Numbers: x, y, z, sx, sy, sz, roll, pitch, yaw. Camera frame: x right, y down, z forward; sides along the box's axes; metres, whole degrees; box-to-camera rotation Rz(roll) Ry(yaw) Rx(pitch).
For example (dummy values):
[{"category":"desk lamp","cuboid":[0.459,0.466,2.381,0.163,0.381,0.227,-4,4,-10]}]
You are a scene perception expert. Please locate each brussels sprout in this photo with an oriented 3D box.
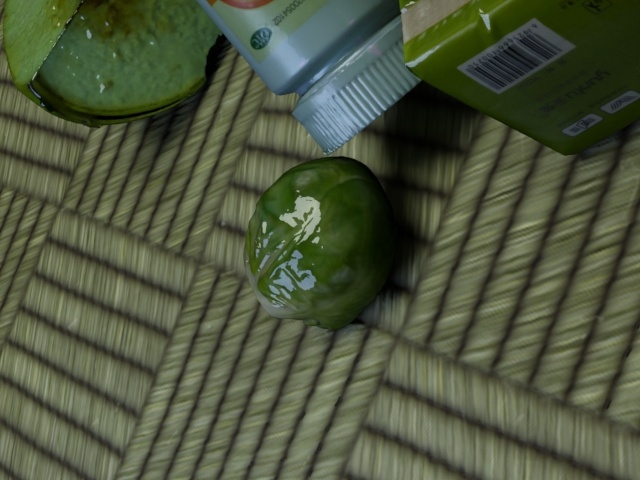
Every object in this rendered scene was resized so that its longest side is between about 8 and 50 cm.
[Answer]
[{"category":"brussels sprout","cuboid":[-0.003,-0.003,1.433,0.155,0.117,0.155,-21,55,34]}]

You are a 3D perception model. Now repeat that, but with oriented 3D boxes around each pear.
[{"category":"pear","cuboid":[-0.218,-0.277,1.820,0.286,0.176,0.282,-55,35,8]}]

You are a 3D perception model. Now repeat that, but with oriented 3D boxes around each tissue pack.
[{"category":"tissue pack","cuboid":[0.216,-0.211,1.195,0.274,0.200,0.167,-32,49,39]}]

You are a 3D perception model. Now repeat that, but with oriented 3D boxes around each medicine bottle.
[{"category":"medicine bottle","cuboid":[-0.036,-0.242,1.418,0.158,0.318,0.158,-40,3,2]}]
